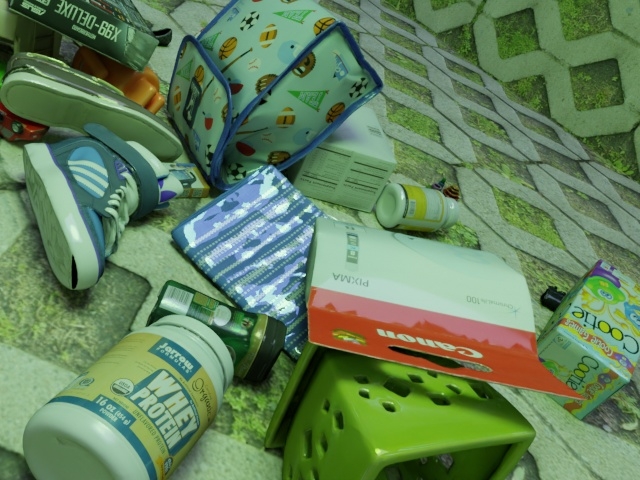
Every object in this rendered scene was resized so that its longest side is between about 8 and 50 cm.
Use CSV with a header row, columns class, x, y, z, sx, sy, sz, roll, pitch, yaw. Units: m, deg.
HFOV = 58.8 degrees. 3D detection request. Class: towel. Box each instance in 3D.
class,x,y,z,sx,sy,sz,roll,pitch,yaw
towel,-0.057,0.026,0.959,0.336,0.040,0.243,41,58,17

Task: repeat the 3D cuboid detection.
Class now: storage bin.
class,x,y,z,sx,sy,sz,roll,pitch,yaw
storage bin,-0.667,-0.439,1.105,0.262,0.123,0.260,18,21,-11

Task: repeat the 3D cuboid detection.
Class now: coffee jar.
class,x,y,z,sx,sy,sz,roll,pitch,yaw
coffee jar,-0.143,0.128,0.785,0.185,0.096,0.079,22,36,-10

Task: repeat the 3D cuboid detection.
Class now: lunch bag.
class,x,y,z,sx,sy,sz,roll,pitch,yaw
lunch bag,-0.133,-0.318,1.162,0.239,0.385,0.327,40,11,-49

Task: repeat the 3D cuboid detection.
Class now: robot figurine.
class,x,y,z,sx,sy,sz,roll,pitch,yaw
robot figurine,-0.428,-0.338,1.188,0.219,0.128,0.158,38,34,17

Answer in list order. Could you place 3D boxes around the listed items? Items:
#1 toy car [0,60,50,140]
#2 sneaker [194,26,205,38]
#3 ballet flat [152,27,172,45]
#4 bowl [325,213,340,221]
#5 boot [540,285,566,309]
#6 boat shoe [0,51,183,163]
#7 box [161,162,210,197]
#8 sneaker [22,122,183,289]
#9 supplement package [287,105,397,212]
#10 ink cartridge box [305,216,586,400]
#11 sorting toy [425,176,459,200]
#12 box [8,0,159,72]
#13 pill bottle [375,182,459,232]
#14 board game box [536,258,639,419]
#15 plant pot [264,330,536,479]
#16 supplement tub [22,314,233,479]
class,x,y,z,sx,sy,sz,roll,pitch,yaw
toy car,-0.606,-0.260,1.026,0.239,0.053,0.225,13,35,-22
sneaker,-0.231,-0.543,1.630,0.299,0.121,0.111,-7,76,-30
ballet flat,-0.478,-0.556,1.522,0.173,0.049,0.057,-15,51,-46
bowl,0.000,0.000,1.076,0.170,0.080,0.170,19,33,-13
boot,0.549,0.154,1.286,0.099,0.045,0.121,35,31,12
boat shoe,-0.400,-0.237,1.035,0.324,0.117,0.096,18,46,-38
box,-0.288,-0.115,1.076,0.136,0.028,0.081,-3,44,-40
sneaker,-0.312,-0.063,0.890,0.236,0.130,0.323,-9,41,-34
supplement package,0.034,-0.217,1.335,0.204,0.145,0.261,13,36,-20
ink cartridge box,0.137,0.065,0.762,0.308,0.091,0.385,13,10,-4
sorting toy,0.335,-0.142,1.539,0.102,0.042,0.061,12,36,-22
box,-0.470,-0.463,1.107,0.243,0.076,0.307,20,23,-40
pill bottle,0.227,-0.073,1.313,0.184,0.103,0.103,6,39,-30
board game box,0.523,0.182,1.099,0.142,0.144,0.275,38,45,17
plant pot,0.070,0.233,0.685,0.227,0.228,0.207,4,32,-31
supplement tub,-0.198,0.185,0.623,0.144,0.144,0.199,32,34,6
